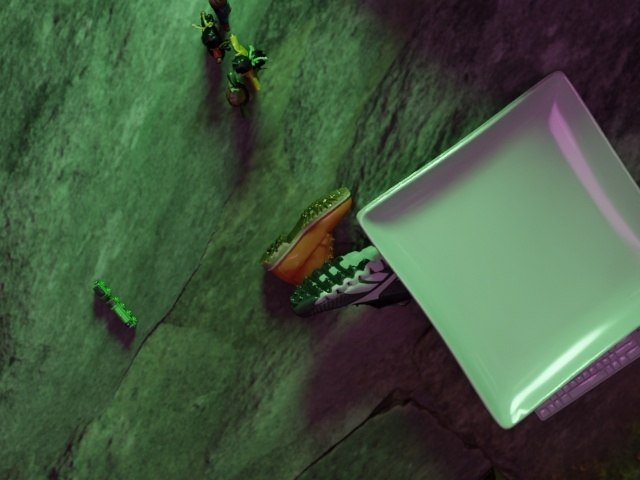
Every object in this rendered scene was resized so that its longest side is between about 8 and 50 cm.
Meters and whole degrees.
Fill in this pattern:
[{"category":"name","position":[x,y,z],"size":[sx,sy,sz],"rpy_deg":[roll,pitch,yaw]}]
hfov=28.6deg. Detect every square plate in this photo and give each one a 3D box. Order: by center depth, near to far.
[{"category":"square plate","position":[0.273,0.011,1.654],"size":[0.344,0.049,0.347],"rpy_deg":[-36,96,-11]}]

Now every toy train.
[{"category":"toy train","position":[-0.286,0.090,1.747],"size":[0.017,0.023,0.083],"rpy_deg":[-39,97,9]}]

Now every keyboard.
[{"category":"keyboard","position":[0.393,0.153,1.737],"size":[0.256,0.014,0.072],"rpy_deg":[-36,98,9]}]

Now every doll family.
[{"category":"doll family","position":[-0.119,-0.255,1.627],"size":[0.076,0.111,0.193],"rpy_deg":[-29,98,8]}]

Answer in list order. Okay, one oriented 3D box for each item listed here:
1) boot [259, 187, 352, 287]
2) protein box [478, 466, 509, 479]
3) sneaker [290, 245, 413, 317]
[{"category":"boot","position":[0.000,0.000,1.705],"size":[0.085,0.059,0.158],"rpy_deg":[41,105,-13]},{"category":"protein box","position":[0.268,0.451,1.706],"size":[0.200,0.201,0.136],"rpy_deg":[42,100,-6]},{"category":"sneaker","position":[0.074,0.057,1.683],"size":[0.234,0.078,0.106],"rpy_deg":[-30,114,-10]}]
